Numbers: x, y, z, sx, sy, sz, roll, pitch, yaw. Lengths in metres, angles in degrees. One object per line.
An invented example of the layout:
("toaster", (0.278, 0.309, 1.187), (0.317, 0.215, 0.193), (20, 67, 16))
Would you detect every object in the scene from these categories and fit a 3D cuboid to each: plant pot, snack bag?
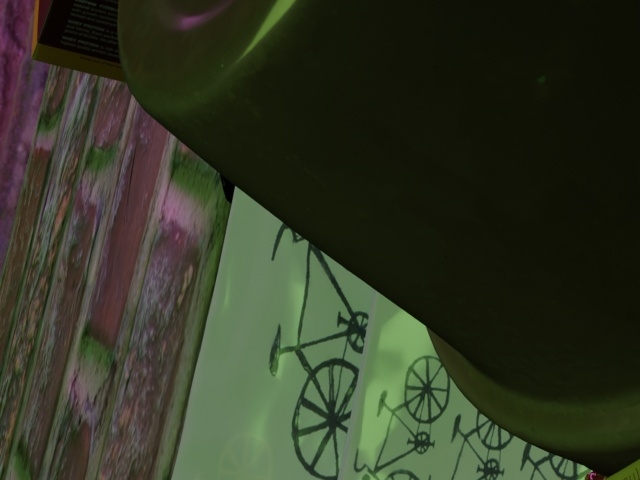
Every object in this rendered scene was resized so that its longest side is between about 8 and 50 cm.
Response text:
("plant pot", (0.065, -0.067, 0.493), (0.263, 0.229, 0.263), (-34, 46, 44))
("snack bag", (0.019, 0.096, 0.740), (0.342, 0.037, 0.323), (14, 93, 53))

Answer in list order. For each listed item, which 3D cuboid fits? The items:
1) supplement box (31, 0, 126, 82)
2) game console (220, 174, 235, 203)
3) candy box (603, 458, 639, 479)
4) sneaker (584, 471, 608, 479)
("supplement box", (-0.125, -0.242, 1.263), (0.129, 0.191, 0.194), (-97, 27, -44))
("game console", (-0.029, -0.117, 1.035), (0.361, 0.044, 0.213), (-154, 55, -71))
("candy box", (0.166, 0.074, 0.384), (0.186, 0.053, 0.109), (-40, 38, 33))
("sneaker", (0.118, 0.131, 0.568), (0.175, 0.067, 0.064), (-54, 7, 18))
